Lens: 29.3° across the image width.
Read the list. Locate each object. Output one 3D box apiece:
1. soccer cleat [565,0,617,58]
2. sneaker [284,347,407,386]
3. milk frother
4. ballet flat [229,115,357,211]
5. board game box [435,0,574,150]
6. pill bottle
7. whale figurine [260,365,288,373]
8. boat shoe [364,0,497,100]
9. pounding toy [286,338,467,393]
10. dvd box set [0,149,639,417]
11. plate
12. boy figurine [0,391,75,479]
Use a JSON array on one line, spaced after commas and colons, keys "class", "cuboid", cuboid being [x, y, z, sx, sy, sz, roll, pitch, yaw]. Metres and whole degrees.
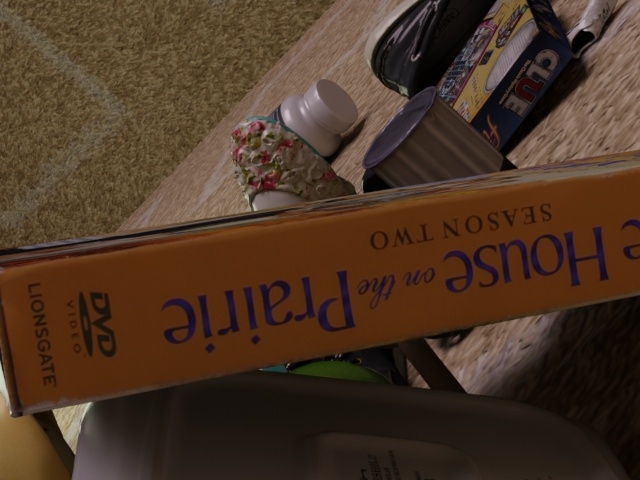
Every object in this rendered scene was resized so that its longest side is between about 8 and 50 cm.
[{"class": "soccer cleat", "cuboid": [0.259, -0.207, 1.163, 0.083, 0.029, 0.035, -51, 21, 9]}, {"class": "sneaker", "cuboid": [0.006, 0.104, 0.918, 0.083, 0.118, 0.222, -48, 13, 8]}, {"class": "milk frother", "cuboid": [0.088, -0.018, 0.952, 0.129, 0.134, 0.143, -41, 16, 37]}, {"class": "ballet flat", "cuboid": [0.000, 0.000, 1.020, 0.091, 0.241, 0.077, -11, 45, 35]}, {"class": "board game box", "cuboid": [0.175, -0.166, 1.235, 0.165, 0.042, 0.243, -54, 11, 22]}, {"class": "pill bottle", "cuboid": [-0.034, -0.149, 1.792, 0.180, 0.108, 0.108, -42, 15, 31]}, {"class": "whale figurine", "cuboid": [-0.110, 0.180, 1.042, 0.272, 0.141, 0.216, -55, 14, -24]}, {"class": "boat shoe", "cuboid": [0.200, -0.290, 1.417, 0.340, 0.127, 0.113, -40, 44, 9]}, {"class": "pounding toy", "cuboid": [-0.019, 0.134, 0.788, 0.237, 0.110, 0.183, -46, 40, 19]}, {"class": "dvd box set", "cuboid": [0.036, 0.004, 0.641, 0.420, 0.062, 0.307, -9, 3, -16]}, {"class": "plate", "cuboid": [0.029, 0.116, 0.512, 0.277, 0.278, 0.045, -107, 24, -75]}, {"class": "boy figurine", "cuboid": [-0.080, 0.171, 0.646, 0.092, 0.285, 0.177, -52, 11, 2]}]
